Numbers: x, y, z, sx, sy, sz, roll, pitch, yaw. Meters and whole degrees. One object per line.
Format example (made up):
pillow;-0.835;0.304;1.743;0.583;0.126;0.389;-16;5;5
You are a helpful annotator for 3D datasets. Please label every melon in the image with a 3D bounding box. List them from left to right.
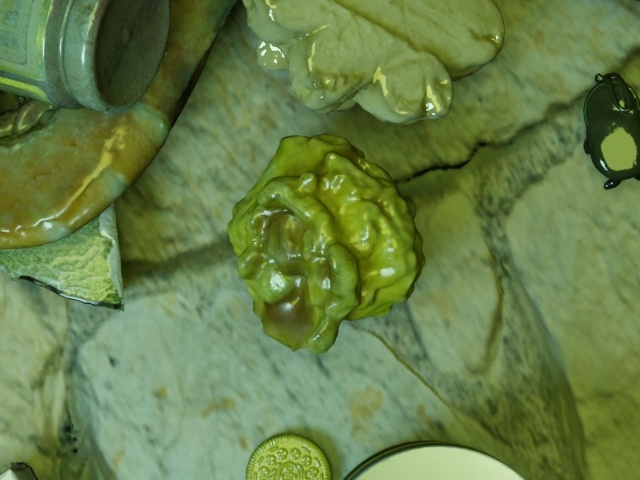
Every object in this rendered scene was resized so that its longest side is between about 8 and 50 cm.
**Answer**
melon;-0.242;-0.016;1.637;0.202;0.093;0.139;27;86;12

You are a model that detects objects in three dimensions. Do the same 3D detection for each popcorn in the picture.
popcorn;-0.003;0.000;1.588;0.155;0.197;0.197;-21;85;-31

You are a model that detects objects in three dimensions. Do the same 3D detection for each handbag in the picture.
handbag;0.285;-0.109;1.664;0.072;0.047;0.111;-14;85;4

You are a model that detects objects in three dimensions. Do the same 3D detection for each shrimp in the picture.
shrimp;-0.213;-0.188;1.636;0.272;0.085;0.445;32;78;30

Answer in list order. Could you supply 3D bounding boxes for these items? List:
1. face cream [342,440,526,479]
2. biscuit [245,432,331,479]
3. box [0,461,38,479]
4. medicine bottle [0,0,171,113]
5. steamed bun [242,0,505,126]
face cream;0.102;0.290;1.562;0.218;0.179;0.218;0;85;0
biscuit;-0.031;0.225;1.646;0.084;0.023;0.084;0;85;0
box;-0.300;0.362;1.596;0.203;0.106;0.251;-31;87;-4
medicine bottle;-0.303;-0.218;1.531;0.322;0.151;0.151;17;85;20
steamed bun;0.044;-0.252;1.620;0.292;0.137;0.295;-31;100;-26
